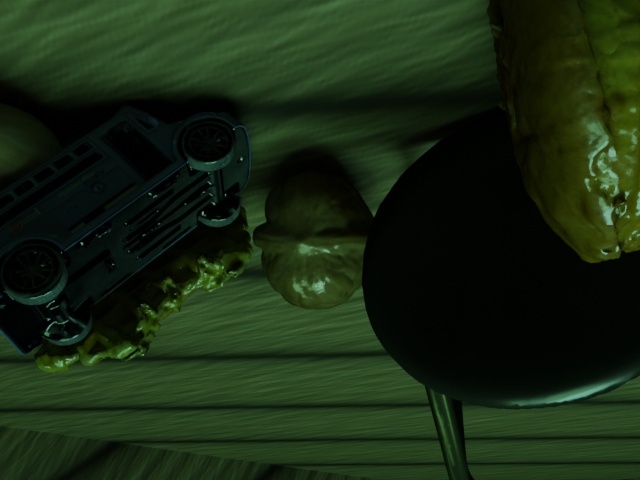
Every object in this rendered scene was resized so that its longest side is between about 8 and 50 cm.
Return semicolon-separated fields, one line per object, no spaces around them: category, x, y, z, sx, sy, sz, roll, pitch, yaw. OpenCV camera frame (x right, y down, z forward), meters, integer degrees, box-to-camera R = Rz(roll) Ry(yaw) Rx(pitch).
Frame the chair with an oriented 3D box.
chair;0.263;0.091;0.751;0.362;0.364;0.410;-12;144;24

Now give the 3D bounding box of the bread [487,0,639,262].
bread;0.199;-0.108;0.476;0.146;0.268;0.268;-12;149;14

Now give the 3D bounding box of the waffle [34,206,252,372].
waffle;-0.196;0.045;0.783;0.291;0.291;0.051;-14;116;25

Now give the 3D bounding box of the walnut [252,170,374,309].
walnut;0.000;0.000;0.774;0.149;0.166;0.166;1;152;12

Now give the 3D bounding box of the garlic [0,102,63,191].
garlic;-0.366;-0.084;0.685;0.217;0.110;0.228;1;163;-25

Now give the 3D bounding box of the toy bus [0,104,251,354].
toy bus;-0.205;-0.031;0.673;0.133;0.292;0.125;42;157;17
